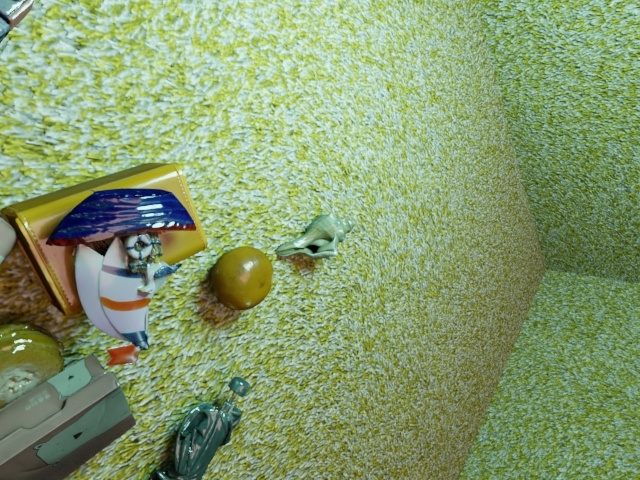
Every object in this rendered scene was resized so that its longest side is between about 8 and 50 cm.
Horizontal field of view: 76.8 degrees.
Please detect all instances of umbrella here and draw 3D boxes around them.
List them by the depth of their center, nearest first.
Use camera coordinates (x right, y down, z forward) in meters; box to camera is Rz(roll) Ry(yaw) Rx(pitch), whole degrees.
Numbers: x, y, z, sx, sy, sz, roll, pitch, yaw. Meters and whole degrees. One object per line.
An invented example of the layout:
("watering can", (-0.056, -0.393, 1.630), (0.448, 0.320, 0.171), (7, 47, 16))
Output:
("umbrella", (-0.287, 0.477, 0.950), (0.348, 0.094, 0.143), (-58, 149, -13))

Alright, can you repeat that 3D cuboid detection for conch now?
("conch", (0.009, 0.005, 1.144), (0.234, 0.137, 0.114), (-47, 152, -17))

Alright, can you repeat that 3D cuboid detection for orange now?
("orange", (-0.187, 0.088, 0.965), (0.156, 0.124, 0.156), (-36, 135, -46))

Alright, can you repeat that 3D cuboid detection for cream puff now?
("cream puff", (-0.518, 0.204, 0.664), (0.150, 0.115, 0.165), (-52, 146, -14))

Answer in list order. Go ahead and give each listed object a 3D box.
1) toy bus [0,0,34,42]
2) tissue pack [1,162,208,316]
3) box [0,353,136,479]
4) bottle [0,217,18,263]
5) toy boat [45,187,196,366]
("toy bus", (-0.578, -0.213, 0.470), (0.203, 0.233, 0.426), (45, 64, -38))
("tissue pack", (-0.381, -0.018, 0.748), (0.275, 0.146, 0.194), (-32, 116, -37))
("box", (-0.454, 0.330, 0.706), (0.215, 0.086, 0.215), (-32, 153, -35))
("bottle", (-0.564, 0.079, 0.537), (0.206, 0.173, 0.296), (58, 46, -50))
("toy boat", (-0.340, 0.052, 0.670), (0.219, 0.072, 0.317), (25, 89, -46))
